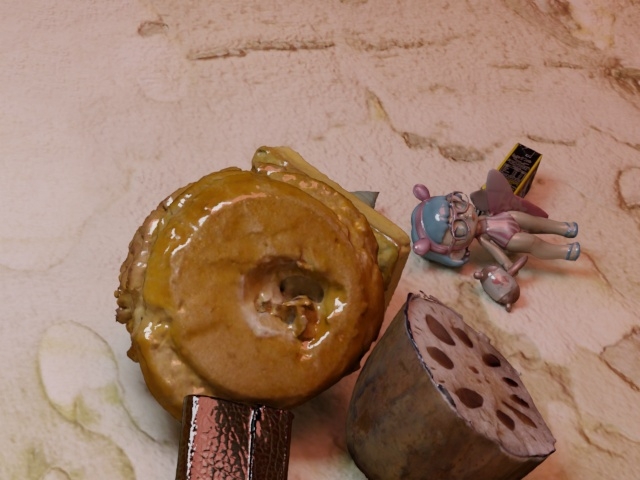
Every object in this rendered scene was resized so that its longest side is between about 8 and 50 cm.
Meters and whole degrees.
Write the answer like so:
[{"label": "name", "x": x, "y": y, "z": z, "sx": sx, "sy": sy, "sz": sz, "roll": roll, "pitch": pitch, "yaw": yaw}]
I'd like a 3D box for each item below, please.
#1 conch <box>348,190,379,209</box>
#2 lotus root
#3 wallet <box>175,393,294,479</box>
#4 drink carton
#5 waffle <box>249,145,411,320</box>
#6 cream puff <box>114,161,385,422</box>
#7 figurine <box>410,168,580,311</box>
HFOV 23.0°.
[{"label": "conch", "x": 0.039, "y": -0.025, "z": 2.277, "sx": 0.065, "sy": 0.088, "sz": 0.180, "roll": -11, "pitch": 21, "yaw": 46}, {"label": "lotus root", "x": 0.140, "y": 0.215, "z": 1.891, "sx": 0.272, "sy": 0.192, "sz": 0.272, "roll": 34, "pitch": 18, "yaw": -13}, {"label": "wallet", "x": -0.101, "y": 0.293, "z": 1.758, "sx": 0.133, "sy": 0.039, "sz": 0.243, "roll": 12, "pitch": 60, "yaw": -12}, {"label": "drink carton", "x": 0.285, "y": -0.081, "z": 2.420, "sx": 0.056, "sy": 0.071, "sz": 0.165, "roll": 27, "pitch": 37, "yaw": 11}, {"label": "waffle", "x": 0.000, "y": 0.000, "z": 2.135, "sx": 0.274, "sy": 0.168, "sz": 0.057, "roll": 37, "pitch": 36, "yaw": 28}, {"label": "cream puff", "x": -0.090, "y": 0.071, "z": 1.940, "sx": 0.327, "sy": 0.343, "sz": 0.231, "roll": 26, "pitch": -7, "yaw": -18}, {"label": "figurine", "x": 0.251, "y": 0.010, "z": 2.288, "sx": 0.260, "sy": 0.103, "sz": 0.205, "roll": 7, "pitch": 74, "yaw": -15}]
